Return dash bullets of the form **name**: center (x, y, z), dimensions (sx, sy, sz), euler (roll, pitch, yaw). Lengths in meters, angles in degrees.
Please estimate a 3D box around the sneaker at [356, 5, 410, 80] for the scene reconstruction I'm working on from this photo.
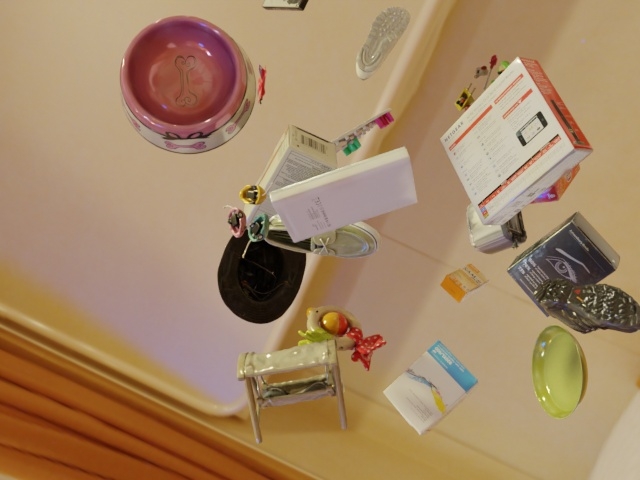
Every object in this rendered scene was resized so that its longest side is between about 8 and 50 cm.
- **sneaker**: center (0.173, -0.566, 1.930), dimensions (0.235, 0.090, 0.095), euler (-54, -8, -9)

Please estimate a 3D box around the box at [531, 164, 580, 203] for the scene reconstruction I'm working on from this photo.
- **box**: center (0.650, -0.212, 1.948), dimensions (0.257, 0.123, 0.128), euler (-39, -63, -47)

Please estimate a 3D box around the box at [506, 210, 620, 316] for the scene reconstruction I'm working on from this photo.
- **box**: center (0.579, 0.056, 1.613), dimensions (0.207, 0.153, 0.108), euler (-43, -7, 31)

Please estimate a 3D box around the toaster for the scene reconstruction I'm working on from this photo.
- **toaster**: center (0.558, -0.051, 2.147), dimensions (0.146, 0.129, 0.226), euler (-29, 56, 44)

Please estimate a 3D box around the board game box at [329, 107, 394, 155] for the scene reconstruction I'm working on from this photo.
- **board game box**: center (0.042, -0.307, 2.397), dimensions (0.390, 0.050, 0.390), euler (-32, 2, -19)

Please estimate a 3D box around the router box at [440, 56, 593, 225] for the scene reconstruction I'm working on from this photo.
- **router box**: center (0.498, -0.253, 1.771), dimensions (0.335, 0.082, 0.301), euler (-47, 54, 45)

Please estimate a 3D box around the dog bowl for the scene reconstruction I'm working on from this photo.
- **dog bowl**: center (-0.393, -0.466, 1.966), dimensions (0.150, 0.408, 0.408), euler (129, 166, -84)

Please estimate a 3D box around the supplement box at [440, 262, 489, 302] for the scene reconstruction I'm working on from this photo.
- **supplement box**: center (0.328, 0.095, 1.531), dimensions (0.098, 0.062, 0.036), euler (-21, -34, -42)

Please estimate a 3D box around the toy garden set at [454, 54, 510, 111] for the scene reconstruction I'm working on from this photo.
- **toy garden set**: center (0.507, -0.452, 2.094), dimensions (0.244, 0.049, 0.203), euler (113, 146, -43)

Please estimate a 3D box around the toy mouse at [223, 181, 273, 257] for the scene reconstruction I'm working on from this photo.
- **toy mouse**: center (-0.138, -0.036, 1.332), dimensions (0.031, 0.161, 0.143), euler (4, -94, -46)

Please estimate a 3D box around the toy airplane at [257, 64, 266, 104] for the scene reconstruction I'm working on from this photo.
- **toy airplane**: center (-0.207, -0.552, 2.379), dimensions (0.151, 0.028, 0.151), euler (-179, 90, -82)

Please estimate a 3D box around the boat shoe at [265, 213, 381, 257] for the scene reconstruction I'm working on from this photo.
- **boat shoe**: center (0.000, 0.000, 1.718), dimensions (0.094, 0.302, 0.109), euler (-57, -30, -56)

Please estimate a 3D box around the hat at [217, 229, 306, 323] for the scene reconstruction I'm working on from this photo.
- **hat**: center (-0.204, 0.092, 2.129), dimensions (0.134, 0.331, 0.331), euler (1, 61, 57)

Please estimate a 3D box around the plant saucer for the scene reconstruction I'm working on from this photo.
- **plant saucer**: center (0.622, 0.338, 1.745), dimensions (0.241, 0.037, 0.240), euler (-177, 90, -79)

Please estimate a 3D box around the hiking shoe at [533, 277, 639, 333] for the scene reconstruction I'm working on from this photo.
- **hiking shoe**: center (0.552, 0.143, 1.366), dimensions (0.227, 0.114, 0.086), euler (19, 68, 49)

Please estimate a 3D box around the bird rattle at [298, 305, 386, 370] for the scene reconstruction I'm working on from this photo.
- **bird rattle**: center (0.055, 0.264, 1.952), dimensions (0.207, 0.254, 0.143), euler (-106, 18, -47)

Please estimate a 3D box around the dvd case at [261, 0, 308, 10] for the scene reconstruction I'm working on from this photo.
- **dvd case**: center (-0.087, -0.823, 2.163), dimensions (0.239, 0.030, 0.179), euler (28, 93, 52)

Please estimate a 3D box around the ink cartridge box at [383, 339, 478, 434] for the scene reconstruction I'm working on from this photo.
- **ink cartridge box**: center (0.334, 0.447, 2.032), dimensions (0.233, 0.168, 0.171), euler (-43, -21, -2)

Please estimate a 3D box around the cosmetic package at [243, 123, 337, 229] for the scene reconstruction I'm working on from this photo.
- **cosmetic package**: center (-0.088, -0.151, 1.868), dimensions (0.296, 0.153, 0.129), euler (-55, 22, 32)

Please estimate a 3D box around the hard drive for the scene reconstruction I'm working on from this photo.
- **hard drive**: center (0.059, -0.097, 1.521), dimensions (0.203, 0.308, 0.040), euler (64, -172, -61)

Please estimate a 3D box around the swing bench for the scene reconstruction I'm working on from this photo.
- **swing bench**: center (-0.070, 0.377, 1.793), dimensions (0.165, 0.253, 0.254), euler (-95, -4, -59)
